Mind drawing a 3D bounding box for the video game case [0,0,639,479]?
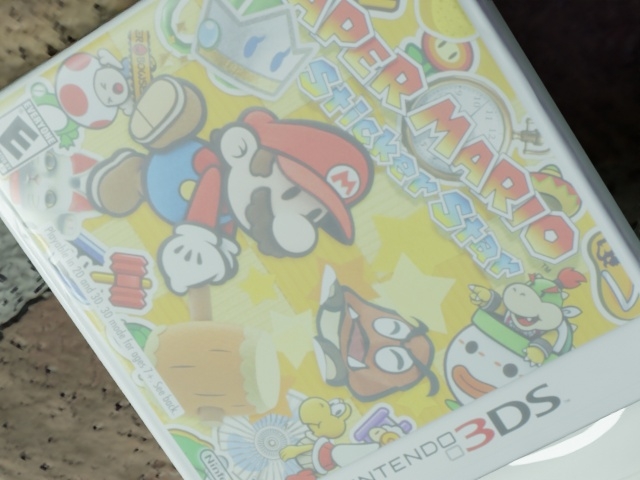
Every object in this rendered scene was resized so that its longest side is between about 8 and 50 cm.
[{"bbox_3d":[0.000,0.000,0.636,0.206,0.026,0.227,-30,101,19],"label":"video game case"}]

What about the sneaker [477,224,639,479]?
[{"bbox_3d":[0.181,-0.058,0.668,0.447,0.169,0.257,-31,110,24],"label":"sneaker"}]
